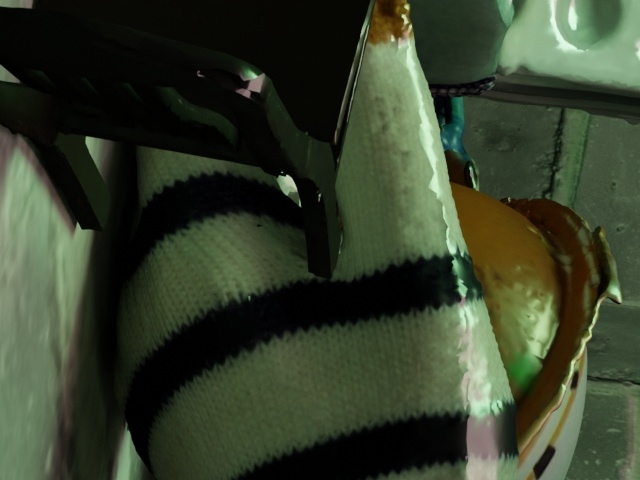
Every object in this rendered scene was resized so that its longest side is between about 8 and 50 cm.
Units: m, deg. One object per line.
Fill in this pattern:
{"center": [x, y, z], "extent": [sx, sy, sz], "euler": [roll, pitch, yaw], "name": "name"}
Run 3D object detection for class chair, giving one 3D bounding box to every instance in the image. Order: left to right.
{"center": [-0.028, -0.061, 0.411], "extent": [0.212, 0.084, 0.101], "euler": [70, 31, -79], "name": "chair"}

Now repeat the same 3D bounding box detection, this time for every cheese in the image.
{"center": [0.027, 0.035, 0.779], "extent": [0.129, 0.217, 0.329], "euler": [46, 20, -23], "name": "cheese"}

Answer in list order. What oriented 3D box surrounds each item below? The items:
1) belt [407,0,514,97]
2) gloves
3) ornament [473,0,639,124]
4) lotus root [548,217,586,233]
{"center": [0.040, -0.209, 0.783], "extent": [0.325, 0.122, 0.260], "euler": [94, 0, -54], "name": "belt"}
{"center": [-0.014, 0.007, 0.583], "extent": [0.140, 0.131, 0.218], "euler": [75, -8, -73], "name": "gloves"}
{"center": [0.160, -0.195, 1.053], "extent": [0.239, 0.240, 0.239], "euler": [-167, -96, -67], "name": "ornament"}
{"center": [0.059, 0.046, 1.119], "extent": [0.260, 0.170, 0.074], "euler": [-54, 145, -60], "name": "lotus root"}
